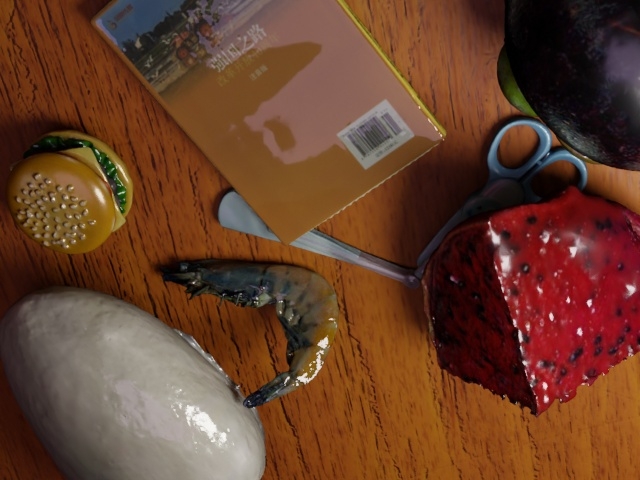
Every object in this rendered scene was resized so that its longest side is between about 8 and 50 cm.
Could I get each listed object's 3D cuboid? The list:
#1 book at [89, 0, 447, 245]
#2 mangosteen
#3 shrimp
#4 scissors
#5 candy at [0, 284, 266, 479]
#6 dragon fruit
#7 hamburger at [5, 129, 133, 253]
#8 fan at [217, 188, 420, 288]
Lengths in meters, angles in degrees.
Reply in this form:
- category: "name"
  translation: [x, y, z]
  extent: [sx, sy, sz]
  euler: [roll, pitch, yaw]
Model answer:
- category: "book"
  translation: [-0.063, -0.195, 1.286]
  extent: [0.262, 0.028, 0.374]
  euler: [-33, 106, 26]
- category: "mangosteen"
  translation: [0.322, -0.205, 1.064]
  extent: [0.300, 0.300, 0.300]
  euler: [6, 122, 10]
- category: "shrimp"
  translation: [-0.110, 0.116, 1.417]
  extent: [0.262, 0.198, 0.051]
  euler: [10, 159, 13]
- category: "scissors"
  translation: [0.204, -0.037, 1.322]
  extent: [0.125, 0.030, 0.256]
  euler: [39, 118, -10]
- category: "candy"
  translation: [-0.277, 0.243, 1.477]
  extent: [0.386, 0.186, 0.427]
  euler: [-21, 110, 46]
- category: "dragon fruit"
  translation: [0.296, 0.092, 1.281]
  extent: [0.330, 0.240, 0.302]
  euler: [-2, 159, -17]
- category: "hamburger"
  translation: [-0.325, -0.062, 1.387]
  extent: [0.162, 0.115, 0.162]
  euler: [7, 123, 11]
- category: "fan"
  translation: [0.000, 0.000, 1.401]
  extent: [0.282, 0.023, 0.057]
  euler: [19, 114, 2]
